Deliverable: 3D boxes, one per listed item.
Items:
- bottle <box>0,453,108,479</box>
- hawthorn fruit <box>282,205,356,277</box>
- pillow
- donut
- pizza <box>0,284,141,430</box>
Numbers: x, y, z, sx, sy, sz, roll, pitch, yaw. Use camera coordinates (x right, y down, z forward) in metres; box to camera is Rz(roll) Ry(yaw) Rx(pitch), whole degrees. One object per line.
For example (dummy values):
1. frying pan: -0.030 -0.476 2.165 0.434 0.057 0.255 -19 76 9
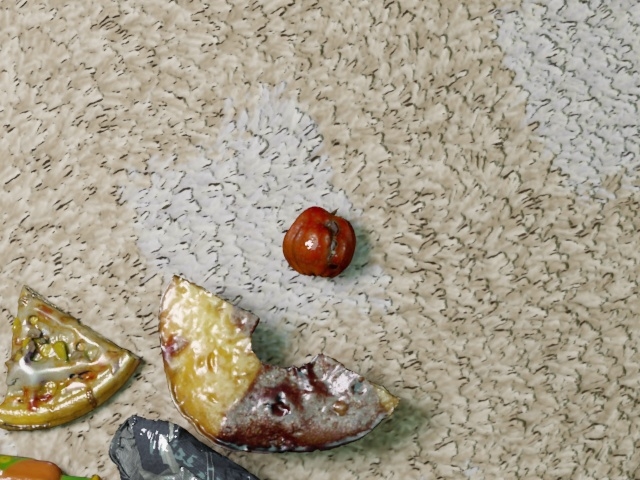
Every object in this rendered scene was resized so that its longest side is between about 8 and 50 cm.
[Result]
1. bottle: -0.336 0.292 1.395 0.187 0.069 0.069 7 86 -1
2. hawthorn fruit: 0.000 0.000 1.407 0.093 0.093 0.093 0 86 0
3. pillow: -0.104 0.321 1.362 0.335 0.092 0.161 34 121 3
4. donut: -0.069 0.173 1.382 0.295 0.112 0.151 28 89 3
5. pizza: -0.314 0.131 1.420 0.184 0.036 0.176 -14 86 -1
